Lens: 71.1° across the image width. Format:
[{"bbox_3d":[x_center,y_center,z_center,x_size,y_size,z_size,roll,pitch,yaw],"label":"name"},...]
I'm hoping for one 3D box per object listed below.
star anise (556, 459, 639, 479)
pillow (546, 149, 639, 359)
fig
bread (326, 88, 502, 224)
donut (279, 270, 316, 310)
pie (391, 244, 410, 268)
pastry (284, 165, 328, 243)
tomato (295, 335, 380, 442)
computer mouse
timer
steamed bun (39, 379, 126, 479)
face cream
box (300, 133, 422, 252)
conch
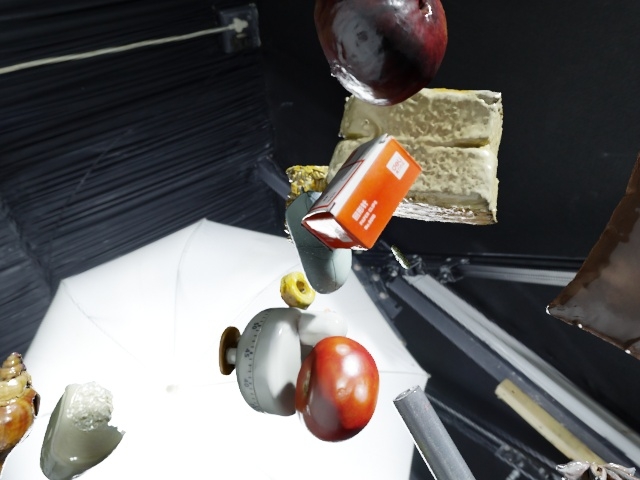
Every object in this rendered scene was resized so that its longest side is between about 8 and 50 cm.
[{"bbox_3d":[0.676,0.573,1.085,0.182,0.065,0.195,-9,-25,29],"label":"star anise"},{"bbox_3d":[0.552,0.059,0.659,0.305,0.308,0.108,30,6,21],"label":"pillow"},{"bbox_3d":[0.093,-0.336,0.735,0.214,0.235,0.235,-2,-61,23],"label":"fig"},{"bbox_3d":[0.252,-0.198,1.110,0.390,0.371,0.279,13,-88,24],"label":"bread"},{"bbox_3d":[-0.076,0.176,1.580,0.058,0.152,0.152,-40,-102,31],"label":"donut"},{"bbox_3d":[0.226,0.049,1.268,0.084,0.021,0.084,52,1,-2],"label":"pie"},{"bbox_3d":[-0.030,-0.096,1.322,0.102,0.154,0.250,19,71,-84],"label":"pastry"},{"bbox_3d":[0.033,0.273,0.824,0.195,0.136,0.195,-165,-90,-77],"label":"tomato"},{"bbox_3d":[0.003,0.002,0.885,0.068,0.113,0.229,13,-59,66],"label":"computer mouse"},{"bbox_3d":[-0.066,0.255,0.961,0.240,0.233,0.234,-2,-61,21],"label":"timer"},{"bbox_3d":[-0.584,0.478,1.107,0.225,0.170,0.200,-42,-134,36],"label":"steamed bun"},{"bbox_3d":[0.254,0.451,0.953,0.284,0.073,0.073,59,-27,12],"label":"face cream"},{"bbox_3d":[0.064,-0.077,0.764,0.099,0.182,0.133,41,-16,-18],"label":"box"},{"bbox_3d":[-0.454,0.271,0.617,0.086,0.233,0.080,29,-14,-19],"label":"conch"}]
